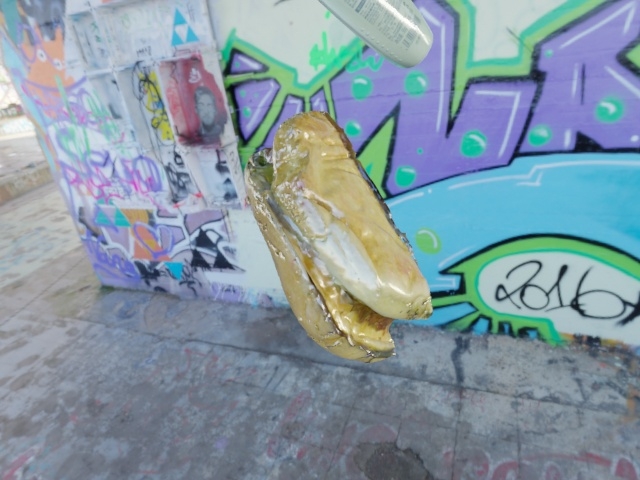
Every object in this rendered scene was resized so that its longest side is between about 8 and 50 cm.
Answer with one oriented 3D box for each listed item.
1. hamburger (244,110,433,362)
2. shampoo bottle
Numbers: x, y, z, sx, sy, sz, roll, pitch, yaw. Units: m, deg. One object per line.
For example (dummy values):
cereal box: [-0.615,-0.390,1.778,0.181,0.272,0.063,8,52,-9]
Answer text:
hamburger: [0.000,0.000,0.399,0.124,0.262,0.131,-38,-16,32]
shampoo bottle: [0.052,-0.278,0.470,0.213,0.072,0.049,20,15,-39]
